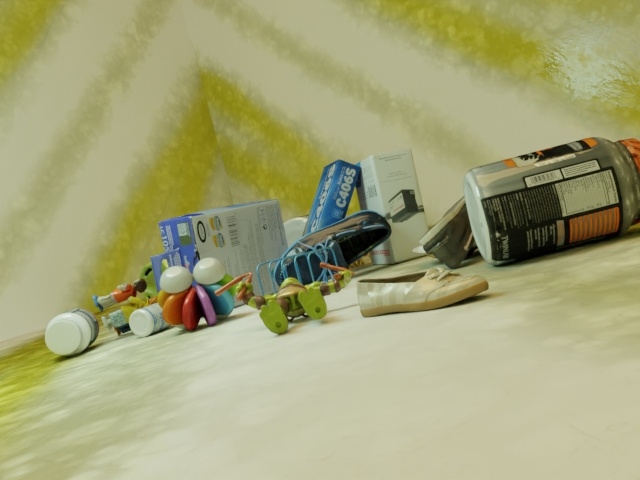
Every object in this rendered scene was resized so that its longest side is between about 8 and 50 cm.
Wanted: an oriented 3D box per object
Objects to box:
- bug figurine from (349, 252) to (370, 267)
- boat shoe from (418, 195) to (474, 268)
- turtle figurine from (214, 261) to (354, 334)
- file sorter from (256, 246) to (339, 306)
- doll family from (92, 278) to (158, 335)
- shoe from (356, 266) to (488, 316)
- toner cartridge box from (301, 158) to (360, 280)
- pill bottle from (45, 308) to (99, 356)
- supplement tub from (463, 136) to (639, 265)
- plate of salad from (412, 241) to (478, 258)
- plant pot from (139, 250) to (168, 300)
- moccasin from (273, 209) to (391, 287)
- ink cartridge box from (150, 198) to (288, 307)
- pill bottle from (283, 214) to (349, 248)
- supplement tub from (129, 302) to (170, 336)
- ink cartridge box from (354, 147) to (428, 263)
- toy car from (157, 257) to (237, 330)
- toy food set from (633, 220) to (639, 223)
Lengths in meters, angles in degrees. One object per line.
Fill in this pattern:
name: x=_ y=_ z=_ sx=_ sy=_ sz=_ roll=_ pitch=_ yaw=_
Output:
bug figurine: x=0.162 y=0.031 z=2.176 sx=0.216 sy=0.072 sz=0.279 roll=-15 pitch=2 yaw=-10
boat shoe: x=0.330 y=-0.040 z=1.488 sx=0.335 sy=0.095 sz=0.112 roll=-38 pitch=-5 yaw=-46
turtle figurine: x=-0.063 y=0.108 z=1.193 sx=0.269 sy=0.087 sz=0.217 roll=-6 pitch=9 yaw=-2
file sorter: x=-0.051 y=0.086 z=1.576 sx=0.170 sy=0.104 sz=0.118 roll=-14 pitch=1 yaw=35
doll family: x=-0.484 y=0.198 z=1.778 sx=0.163 sy=0.118 sz=0.263 roll=-22 pitch=-21 yaw=-6
shoe: x=0.146 y=0.073 z=1.003 sx=0.219 sy=0.058 sz=0.076 roll=-13 pitch=2 yaw=35
toner cartridge box: x=0.013 y=-0.057 z=1.958 sx=0.075 sy=0.348 sz=0.165 roll=19 pitch=-8 yaw=-13
pill bottle: x=-0.614 y=0.228 z=1.625 sx=0.108 sy=0.108 sz=0.180 roll=-15 pitch=2 yaw=-8
supplement tub: x=0.444 y=-0.079 z=1.239 sx=0.316 sy=0.193 sz=0.193 roll=-14 pitch=2 yaw=4
plate of salad: x=0.319 y=0.017 z=1.568 sx=0.200 sy=0.048 sz=0.200 roll=-10 pitch=5 yaw=1
plant pot: x=-0.404 y=0.102 z=2.031 sx=0.276 sy=0.276 sz=0.254 roll=-13 pitch=13 yaw=35
moccasin: x=0.033 y=0.023 z=1.747 sx=0.342 sy=0.138 sz=0.117 roll=-36 pitch=32 yaw=-10
ink cartridge box: x=-0.272 y=0.046 z=1.821 sx=0.151 sy=0.270 sz=0.395 roll=-7 pitch=6 yaw=40
pill bottle: x=0.000 y=0.000 z=2.366 sx=0.204 sy=0.204 sz=0.361 roll=-14 pitch=2 yaw=25
supplement tub: x=-0.417 y=0.195 z=1.646 sx=0.071 sy=0.071 sz=0.107 roll=-14 pitch=2 yaw=24
ink cartridge box: x=0.205 y=-0.094 z=1.932 sx=0.129 sy=0.307 sz=0.223 roll=-12 pitch=1 yaw=-13
toy car: x=-0.274 y=0.138 z=1.495 sx=0.182 sy=0.159 sz=0.136 roll=-14 pitch=36 yaw=-11
toy food set: x=0.630 y=-0.089 z=1.380 sx=0.232 sy=0.111 sz=0.104 roll=-10 pitch=4 yaw=43
